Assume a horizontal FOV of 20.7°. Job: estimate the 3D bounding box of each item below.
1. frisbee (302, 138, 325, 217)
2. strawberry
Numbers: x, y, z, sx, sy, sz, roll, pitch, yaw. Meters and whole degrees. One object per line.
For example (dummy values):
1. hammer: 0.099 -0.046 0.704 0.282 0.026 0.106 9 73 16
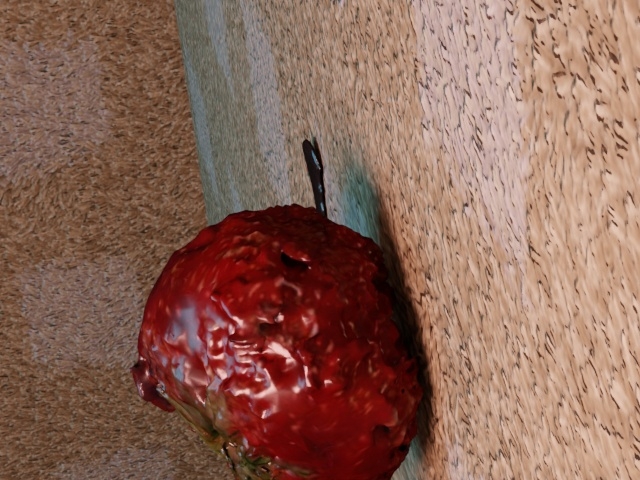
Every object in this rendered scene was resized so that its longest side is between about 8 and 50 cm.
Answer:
1. frisbee: 0.000 0.000 1.901 0.187 0.012 0.211 151 106 -83
2. strawberry: -0.020 0.090 1.487 0.274 0.220 0.274 34 155 18
